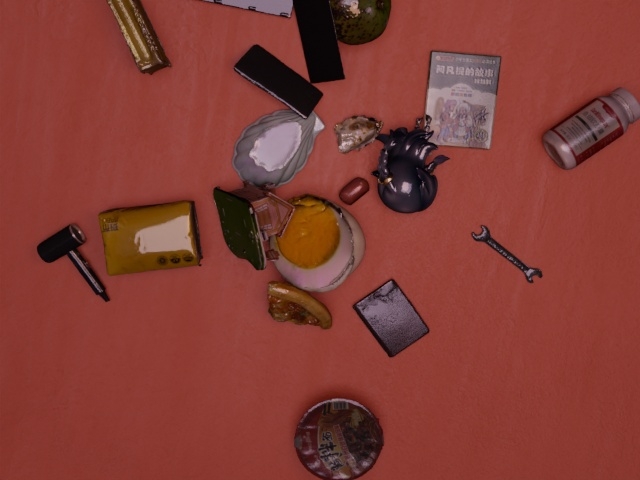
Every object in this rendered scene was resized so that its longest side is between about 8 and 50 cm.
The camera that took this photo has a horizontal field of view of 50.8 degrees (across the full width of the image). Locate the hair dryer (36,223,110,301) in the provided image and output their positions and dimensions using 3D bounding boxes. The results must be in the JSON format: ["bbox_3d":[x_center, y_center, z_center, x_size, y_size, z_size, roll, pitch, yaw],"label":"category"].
[{"bbox_3d":[-0.716,0.087,1.990,0.128,0.070,0.255,-28,104,5],"label":"hair dryer"}]

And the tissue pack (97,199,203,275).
[{"bbox_3d":[-0.484,-0.009,1.934,0.271,0.134,0.192,-8,99,1],"label":"tissue pack"}]

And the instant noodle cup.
[{"bbox_3d":[0.054,0.595,2.067,0.274,0.091,0.273,0,100,-1],"label":"instant noodle cup"}]

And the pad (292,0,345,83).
[{"bbox_3d":[-0.012,-0.573,1.798,0.005,0.202,0.299,-20,107,-24],"label":"pad"}]

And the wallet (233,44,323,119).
[{"bbox_3d":[-0.114,-0.443,1.876,0.244,0.025,0.124,35,54,-6],"label":"wallet"}]

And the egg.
[{"bbox_3d":[0.000,0.005,1.930,0.287,0.174,0.264,19,101,24],"label":"egg"}]

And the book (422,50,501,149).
[{"bbox_3d":[0.401,-0.399,1.924,0.202,0.027,0.263,5,100,0],"label":"book"}]

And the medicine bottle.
[{"bbox_3d":[0.759,-0.314,1.889,0.250,0.131,0.131,-35,98,6],"label":"medicine bottle"}]

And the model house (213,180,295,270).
[{"bbox_3d":[-0.170,-0.057,1.879,0.154,0.294,0.206,-21,113,-23],"label":"model house"}]

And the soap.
[{"bbox_3d":[-0.497,-0.570,1.833,0.076,0.135,0.233,-25,99,4],"label":"soap"}]

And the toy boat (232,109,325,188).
[{"bbox_3d":[-0.125,-0.265,1.910,0.290,0.100,0.199,-42,98,8],"label":"toy boat"}]

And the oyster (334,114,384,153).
[{"bbox_3d":[0.114,-0.307,1.923,0.148,0.051,0.103,-7,98,29],"label":"oyster"}]

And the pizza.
[{"bbox_3d":[-0.083,0.200,1.964,0.197,0.058,0.292,-10,145,35],"label":"pizza"}]

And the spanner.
[{"bbox_3d":[0.558,0.043,2.010,0.255,0.015,0.054,37,97,-6],"label":"spanner"}]

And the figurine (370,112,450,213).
[{"bbox_3d":[0.243,-0.208,1.890,0.197,0.175,0.264,-14,93,-6],"label":"figurine"}]

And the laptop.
[{"bbox_3d":[0.215,0.235,2.039,0.154,0.026,0.207,-36,99,4],"label":"laptop"}]

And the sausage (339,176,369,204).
[{"bbox_3d":[0.097,-0.144,1.952,0.094,0.059,0.054,-40,85,11],"label":"sausage"}]

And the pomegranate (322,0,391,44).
[{"bbox_3d":[0.064,-0.636,1.809,0.248,0.214,0.214,15,102,31],"label":"pomegranate"}]

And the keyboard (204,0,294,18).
[{"bbox_3d":[-0.228,-0.698,1.868,0.317,0.027,0.106,11,103,-2],"label":"keyboard"}]
